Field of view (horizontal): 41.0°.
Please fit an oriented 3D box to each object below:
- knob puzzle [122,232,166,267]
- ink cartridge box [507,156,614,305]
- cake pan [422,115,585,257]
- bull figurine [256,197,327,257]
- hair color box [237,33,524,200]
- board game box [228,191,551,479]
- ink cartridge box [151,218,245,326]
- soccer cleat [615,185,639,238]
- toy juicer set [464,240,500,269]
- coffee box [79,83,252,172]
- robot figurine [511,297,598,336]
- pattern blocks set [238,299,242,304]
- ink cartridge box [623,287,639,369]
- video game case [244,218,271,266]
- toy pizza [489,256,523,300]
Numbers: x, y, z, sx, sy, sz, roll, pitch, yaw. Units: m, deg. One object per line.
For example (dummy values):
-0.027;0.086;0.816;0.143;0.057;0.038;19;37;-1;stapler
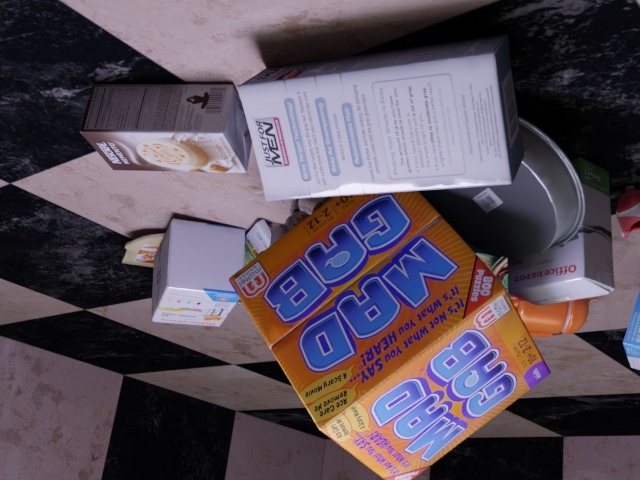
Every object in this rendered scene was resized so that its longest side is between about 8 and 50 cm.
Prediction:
-0.372;0.016;2.060;0.213;0.029;0.213;-1;155;-1;knob puzzle
0.411;-0.011;1.480;0.093;0.219;0.160;20;155;-37;ink cartridge box
0.278;-0.083;1.379;0.293;0.054;0.293;30;148;21;cake pan
0.000;0.000;1.690;0.101;0.188;0.310;-13;150;40;bull figurine
0.086;-0.170;1.231;0.375;0.113;0.185;-3;114;23;hair color box
0.127;0.153;1.524;0.357;0.356;0.356;-38;141;1;board game box
-0.284;0.081;1.968;0.171;0.168;0.232;7;155;-17;ink cartridge box
0.644;-0.047;1.487;0.248;0.095;0.083;0;157;18;soccer cleat
0.361;0.043;1.810;0.209;0.089;0.329;1;157;15;toy juicer set
-0.251;-0.186;1.433;0.247;0.098;0.141;2;157;13;coffee box
0.517;0.150;1.972;0.220;0.158;0.128;7;180;2;robot figurine
-0.126;0.201;2.262;0.285;0.026;0.325;32;168;-15;pattern blocks set
0.808;0.193;1.804;0.270;0.197;0.198;14;164;30;ink cartridge box
-0.104;0.081;1.939;0.026;0.227;0.206;-31;175;-27;video game case
0.447;0.068;1.789;0.201;0.032;0.201;-8;141;-6;toy pizza
